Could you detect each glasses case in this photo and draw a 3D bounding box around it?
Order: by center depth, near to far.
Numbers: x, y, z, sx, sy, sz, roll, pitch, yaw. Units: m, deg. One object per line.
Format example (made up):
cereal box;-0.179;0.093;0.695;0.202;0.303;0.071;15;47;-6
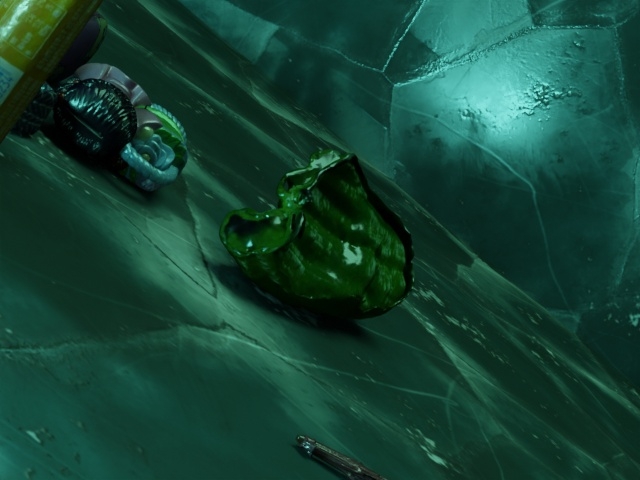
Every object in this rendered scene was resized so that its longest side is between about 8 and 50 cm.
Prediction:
glasses case;-0.372;-0.267;1.875;0.076;0.123;0.316;45;11;2

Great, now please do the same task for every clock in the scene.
clock;-0.261;-0.146;1.818;0.194;0.100;0.195;39;12;-8

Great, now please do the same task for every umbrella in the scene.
umbrella;0.042;0.239;1.417;0.165;0.025;0.027;32;31;-19

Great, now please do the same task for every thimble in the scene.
thimble;-0.369;-0.177;1.667;0.104;0.066;0.095;34;9;-28

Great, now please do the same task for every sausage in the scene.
sausage;-0.301;-0.240;1.491;0.093;0.312;0.093;36;9;-7

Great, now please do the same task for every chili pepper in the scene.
chili pepper;-0.009;-0.005;1.876;0.168;0.213;0.385;-3;-13;24
